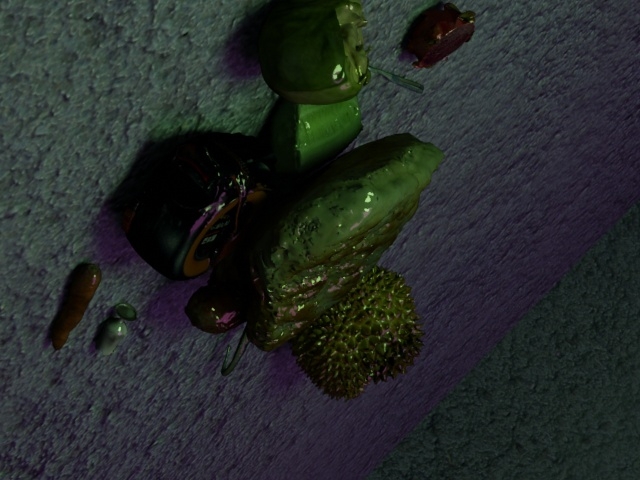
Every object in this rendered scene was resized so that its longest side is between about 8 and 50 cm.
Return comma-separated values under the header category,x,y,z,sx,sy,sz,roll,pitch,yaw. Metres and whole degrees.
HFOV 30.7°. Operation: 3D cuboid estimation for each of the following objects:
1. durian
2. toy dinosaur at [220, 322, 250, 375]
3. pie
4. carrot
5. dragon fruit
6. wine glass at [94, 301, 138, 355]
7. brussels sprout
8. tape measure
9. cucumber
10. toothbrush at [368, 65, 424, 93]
category,x,y,z,sx,sy,sz,roll,pitch,yaw
durian,0.068,0.187,2.268,0.258,0.258,0.293,-17,153,-51
toy dinosaur,-0.082,0.098,2.046,0.363,0.076,0.147,-54,164,7
pie,0.019,-0.016,1.751,0.395,0.180,0.418,-41,180,-45
carrot,-0.344,0.095,1.630,0.036,0.035,0.165,-18,146,-50
dragon fruit,0.183,-0.328,1.842,0.112,0.068,0.126,-31,167,-12
wine glass,-0.309,0.135,1.755,0.039,0.042,0.083,19,121,-25
brussels sprout,-0.011,-0.252,1.525,0.183,0.145,0.131,-83,162,-51
tape measure,-0.167,-0.050,1.587,0.223,0.135,0.202,-55,166,24
cucumber,-0.015,-0.171,1.723,0.086,0.115,0.193,-8,-162,46
toothbrush,0.119,-0.260,1.895,0.019,0.016,0.219,-53,157,17
